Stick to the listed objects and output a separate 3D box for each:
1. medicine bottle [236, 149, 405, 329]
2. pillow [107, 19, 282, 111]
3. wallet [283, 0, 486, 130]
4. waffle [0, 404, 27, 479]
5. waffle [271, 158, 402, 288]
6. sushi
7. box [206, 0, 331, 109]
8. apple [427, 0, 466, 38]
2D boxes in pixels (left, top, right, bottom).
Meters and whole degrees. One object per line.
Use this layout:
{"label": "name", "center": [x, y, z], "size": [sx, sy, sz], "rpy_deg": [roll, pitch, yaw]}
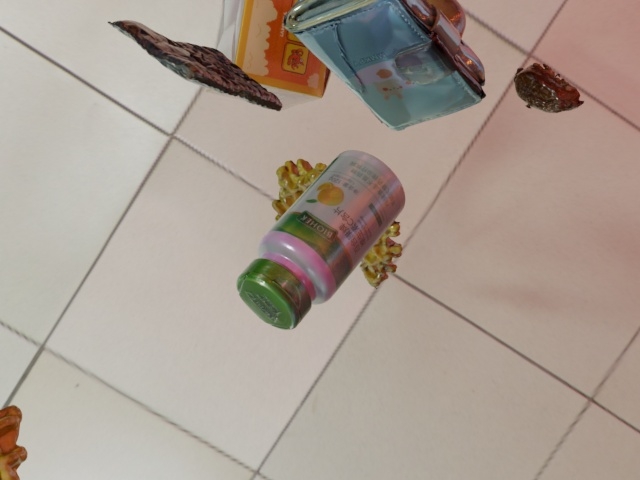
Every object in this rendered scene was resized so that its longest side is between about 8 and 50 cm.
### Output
{"label": "medicine bottle", "center": [0.000, 0.000, 1.265], "size": [0.133, 0.133, 0.274], "rpy_deg": [44, 62, -7]}
{"label": "pillow", "center": [-0.183, -0.270, 1.344], "size": [0.189, 0.255, 0.034], "rpy_deg": [37, 106, 27]}
{"label": "wallet", "center": [0.094, -0.246, 1.153], "size": [0.176, 0.250, 0.075], "rpy_deg": [-14, 57, 33]}
{"label": "waffle", "center": [-0.476, 0.285, 0.968], "size": [0.283, 0.065, 0.309], "rpy_deg": [14, 64, -7]}
{"label": "waffle", "center": [0.028, -0.039, 1.714], "size": [0.293, 0.260, 0.069], "rpy_deg": [26, 55, 19]}
{"label": "sushi", "center": [0.330, -0.223, 1.279], "size": [0.060, 0.061, 0.118], "rpy_deg": [-28, 65, -33]}
{"label": "box", "center": [-0.102, -0.435, 1.877], "size": [0.213, 0.283, 0.260], "rpy_deg": [8, 91, -18]}
{"label": "apple", "center": [0.196, -0.455, 1.926], "size": [0.233, 0.257, 0.257], "rpy_deg": [8, 98, 3]}
